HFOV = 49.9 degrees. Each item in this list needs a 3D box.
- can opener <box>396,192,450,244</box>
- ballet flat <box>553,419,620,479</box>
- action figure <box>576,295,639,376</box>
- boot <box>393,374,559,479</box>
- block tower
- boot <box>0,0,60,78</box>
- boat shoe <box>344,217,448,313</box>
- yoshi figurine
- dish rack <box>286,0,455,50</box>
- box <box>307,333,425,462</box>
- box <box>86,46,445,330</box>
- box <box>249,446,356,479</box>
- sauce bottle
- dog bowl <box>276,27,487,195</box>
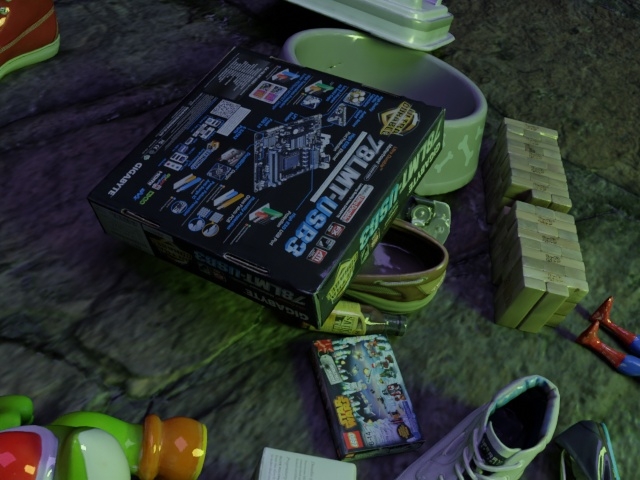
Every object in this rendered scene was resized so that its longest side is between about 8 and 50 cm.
[{"bbox_3d":[0.040,-0.048,0.941,0.284,0.075,0.095,13,15,-6],"label":"can opener"},{"bbox_3d":[0.294,0.290,0.717,0.074,0.074,0.203,1,56,-17],"label":"ballet flat"},{"bbox_3d":[0.478,0.162,0.844,0.280,0.139,0.091,38,50,13],"label":"action figure"},{"bbox_3d":[0.142,0.226,0.677,0.095,0.123,0.258,39,49,17],"label":"boot"},{"bbox_3d":[0.296,-0.029,0.980,0.091,0.097,0.335,14,49,-6],"label":"block tower"},{"bbox_3d":[-0.452,-0.295,0.910,0.088,0.176,0.244,33,49,9],"label":"boot"},{"bbox_3d":[0.000,0.000,0.822,0.325,0.116,0.123,9,64,-10],"label":"boat shoe"},{"bbox_3d":[-0.283,0.221,0.547,0.363,0.204,0.202,14,86,-25],"label":"yoshi figurine"},{"bbox_3d":[0.071,-0.427,1.200,0.333,0.072,0.285,24,28,13],"label":"dish rack"},{"bbox_3d":[0.048,0.170,0.762,0.094,0.027,0.137,-4,51,-20],"label":"box"},{"bbox_3d":[-0.053,-0.080,0.775,0.294,0.073,0.295,22,57,21],"label":"box"},{"bbox_3d":[-0.024,0.255,0.611,0.087,0.101,0.101,12,49,-8],"label":"box"},{"bbox_3d":[0.039,0.093,0.818,0.128,0.042,0.042,8,48,-9],"label":"sauce bottle"},{"bbox_3d":[0.084,-0.205,1.015,0.349,0.102,0.348,12,35,-9],"label":"dog bowl"}]
